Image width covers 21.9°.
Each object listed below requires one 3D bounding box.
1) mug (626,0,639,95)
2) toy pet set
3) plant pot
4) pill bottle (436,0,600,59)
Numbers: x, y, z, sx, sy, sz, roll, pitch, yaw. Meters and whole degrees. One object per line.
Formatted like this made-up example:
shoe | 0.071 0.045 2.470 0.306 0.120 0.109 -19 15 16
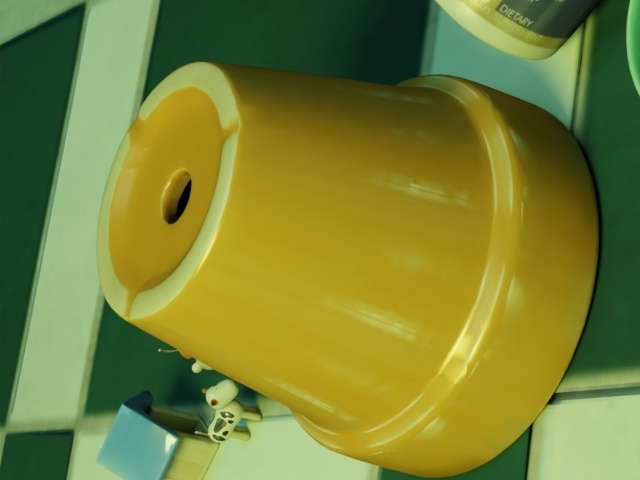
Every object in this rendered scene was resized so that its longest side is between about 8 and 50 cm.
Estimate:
mug | 0.207 -0.085 0.635 0.158 0.097 0.129 8 81 57
toy pet set | -0.093 0.092 1.038 0.114 0.065 0.122 -64 32 13
plant pot | 0.000 0.000 0.824 0.205 0.188 0.205 -32 50 47
pill bottle | 0.127 -0.178 0.806 0.169 0.094 0.094 -52 37 30
